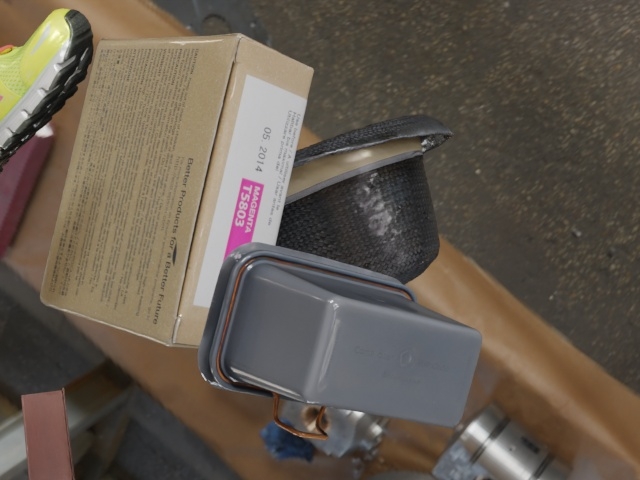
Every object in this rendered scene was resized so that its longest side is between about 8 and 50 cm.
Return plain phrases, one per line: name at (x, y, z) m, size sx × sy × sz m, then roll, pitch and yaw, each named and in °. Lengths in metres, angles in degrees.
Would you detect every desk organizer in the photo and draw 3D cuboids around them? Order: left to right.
desk organizer at (-0.317, 0.242, 1.209) m, size 0.047 × 0.050 × 0.130 m, roll 107°, pitch 153°, yaw -51°

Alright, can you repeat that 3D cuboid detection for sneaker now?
sneaker at (-0.241, -0.095, 0.709) m, size 0.208 × 0.081 × 0.094 m, roll -39°, pitch 100°, yaw 22°

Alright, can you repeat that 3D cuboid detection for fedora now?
fedora at (0.000, 0.000, 1.068) m, size 0.334 × 0.334 × 0.153 m, roll -26°, pitch 83°, yaw 38°

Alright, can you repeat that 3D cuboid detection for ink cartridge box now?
ink cartridge box at (-0.120, -0.042, 0.837) m, size 0.193 × 0.088 × 0.235 m, roll 11°, pitch 87°, yaw 44°

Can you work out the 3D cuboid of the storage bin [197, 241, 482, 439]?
storage bin at (0.015, 0.064, 0.564) m, size 0.091 × 0.135 × 0.098 m, roll 15°, pitch 89°, yaw 57°
